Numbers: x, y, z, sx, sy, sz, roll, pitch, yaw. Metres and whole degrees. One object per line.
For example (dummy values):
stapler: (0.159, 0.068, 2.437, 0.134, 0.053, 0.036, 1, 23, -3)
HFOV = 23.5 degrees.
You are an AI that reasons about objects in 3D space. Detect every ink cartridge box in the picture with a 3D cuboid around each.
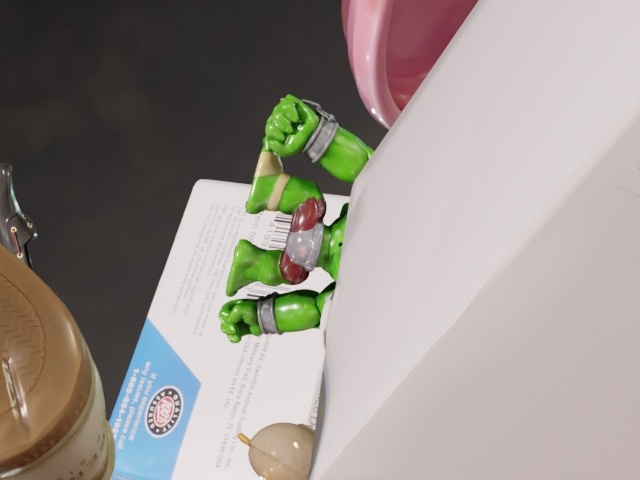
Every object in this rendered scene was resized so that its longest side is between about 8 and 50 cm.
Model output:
ink cartridge box: (0.044, 0.124, 1.318, 0.166, 0.395, 0.285, 41, -117, -53)

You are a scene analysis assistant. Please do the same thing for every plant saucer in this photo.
plant saucer: (0.132, -0.254, 1.427, 0.332, 0.084, 0.332, -35, -36, -32)

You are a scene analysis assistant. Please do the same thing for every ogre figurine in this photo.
ogre figurine: (0.000, 0.000, 1.109, 0.097, 0.118, 0.197, -83, 8, -79)

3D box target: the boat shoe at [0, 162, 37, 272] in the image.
boat shoe: (-0.276, -0.006, 1.388, 0.042, 0.133, 0.049, -6, 1, -5)

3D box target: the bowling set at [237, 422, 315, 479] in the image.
bowling set: (0.010, 0.163, 0.883, 0.200, 0.287, 0.154, -59, -20, -10)

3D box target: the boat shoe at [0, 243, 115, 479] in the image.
boat shoe: (-0.192, 0.005, 0.637, 0.104, 0.285, 0.089, -39, -27, -11)

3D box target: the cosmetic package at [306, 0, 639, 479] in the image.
cosmetic package: (0.139, -0.043, 0.583, 0.365, 0.155, 0.197, 124, 162, -47)
